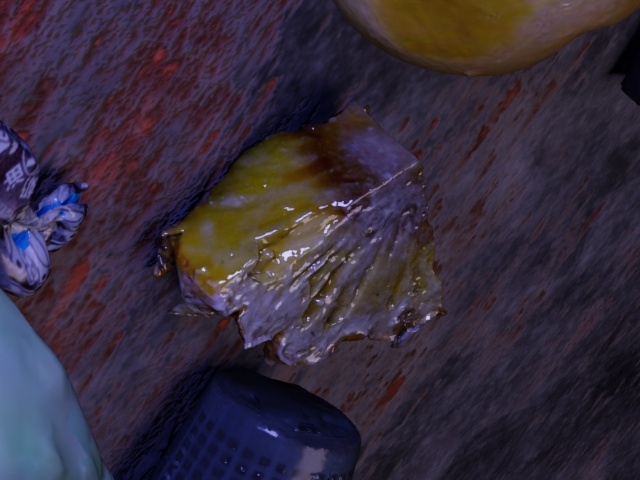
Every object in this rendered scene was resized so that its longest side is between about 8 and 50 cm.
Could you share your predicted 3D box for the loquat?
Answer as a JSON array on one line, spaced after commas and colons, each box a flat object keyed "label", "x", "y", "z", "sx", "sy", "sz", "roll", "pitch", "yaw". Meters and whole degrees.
[{"label": "loquat", "x": 0.097, "y": -0.187, "z": 1.100, "sx": 0.213, "sy": 0.213, "sz": 0.213, "roll": -38, "pitch": 154, "yaw": -22}]

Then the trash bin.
[{"label": "trash bin", "x": -0.050, "y": 0.188, "z": 1.469, "sx": 0.175, "sy": 0.175, "sz": 0.161, "roll": 2, "pitch": 116, "yaw": -60}]

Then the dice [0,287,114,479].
[{"label": "dice", "x": -0.278, "y": 0.117, "z": 0.760, "sx": 0.318, "sy": 0.330, "sz": 0.322, "roll": -38, "pitch": 156, "yaw": -22}]

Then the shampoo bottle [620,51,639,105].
[{"label": "shampoo bottle", "x": 0.356, "y": -0.237, "z": 1.607, "sx": 0.098, "sy": 0.071, "sz": 0.309, "roll": -8, "pitch": 135, "yaw": -54}]

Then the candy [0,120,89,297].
[{"label": "candy", "x": -0.176, "y": -0.039, "z": 1.046, "sx": 0.094, "sy": 0.051, "sz": 0.226, "roll": -55, "pitch": 159, "yaw": -10}]

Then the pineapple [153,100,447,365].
[{"label": "pineapple", "x": 0.000, "y": 0.000, "z": 1.322, "sx": 0.236, "sy": 0.114, "sz": 0.186, "roll": 2, "pitch": 126, "yaw": -56}]
